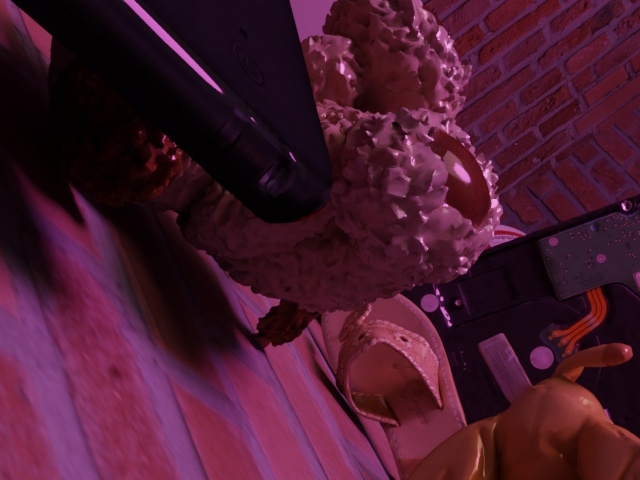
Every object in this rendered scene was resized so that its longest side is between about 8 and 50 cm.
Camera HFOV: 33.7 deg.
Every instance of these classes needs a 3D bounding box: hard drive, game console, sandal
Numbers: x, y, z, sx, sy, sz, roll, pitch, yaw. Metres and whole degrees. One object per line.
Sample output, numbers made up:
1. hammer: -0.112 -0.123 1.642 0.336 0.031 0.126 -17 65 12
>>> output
1. hard drive: 0.262 0.096 1.019 0.064 0.339 0.237 27 43 -78
2. game console: -0.134 -0.218 0.403 0.386 0.060 0.342 42 20 -41
3. sandal: 0.055 0.103 0.787 0.240 0.088 0.079 64 4 38

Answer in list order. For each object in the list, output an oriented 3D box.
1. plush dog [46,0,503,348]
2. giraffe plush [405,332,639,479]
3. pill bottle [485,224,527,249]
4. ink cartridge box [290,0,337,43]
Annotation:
1. plush dog: -0.047 -0.059 0.597 0.225 0.210 0.262 33 29 -18
2. giraffe plush: 0.162 0.186 0.688 0.170 0.181 0.210 56 24 -33
3. pill bottle: 0.248 0.122 1.451 0.229 0.229 0.408 50 6 -33
4. ink cartridge box: 0.031 -0.125 1.332 0.279 0.160 0.385 56 -6 15
